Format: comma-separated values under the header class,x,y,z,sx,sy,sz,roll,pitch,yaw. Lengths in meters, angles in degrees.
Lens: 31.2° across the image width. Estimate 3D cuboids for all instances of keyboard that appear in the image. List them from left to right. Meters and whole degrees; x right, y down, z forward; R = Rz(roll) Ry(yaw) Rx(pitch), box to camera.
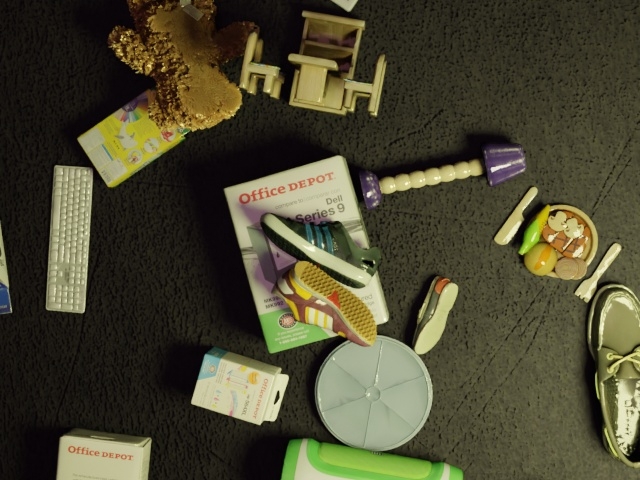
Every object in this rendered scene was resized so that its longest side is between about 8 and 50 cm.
class,x,y,z,sx,sy,sz,roll,pitch,yaw
keyboard,-0.441,-0.002,2.016,0.072,0.014,0.256,4,92,5

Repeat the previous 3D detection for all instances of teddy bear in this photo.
class,x,y,z,sx,sy,sz,roll,pitch,yaw
teddy bear,-0.236,-0.343,1.940,0.245,0.113,0.338,-30,86,-19

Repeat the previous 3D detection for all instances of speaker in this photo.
class,x,y,z,sx,sy,sz,roll,pitch,yaw
speaker,0.085,0.414,1.929,0.297,0.131,0.131,9,93,4

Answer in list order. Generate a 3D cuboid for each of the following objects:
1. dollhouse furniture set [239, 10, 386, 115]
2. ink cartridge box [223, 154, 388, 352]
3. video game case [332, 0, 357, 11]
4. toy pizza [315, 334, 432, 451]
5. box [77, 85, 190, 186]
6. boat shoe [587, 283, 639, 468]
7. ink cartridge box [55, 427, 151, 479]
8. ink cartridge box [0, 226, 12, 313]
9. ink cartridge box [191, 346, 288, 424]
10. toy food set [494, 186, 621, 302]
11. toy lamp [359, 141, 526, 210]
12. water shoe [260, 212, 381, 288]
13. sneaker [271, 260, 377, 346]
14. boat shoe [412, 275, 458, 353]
class,x,y,z,sx,sy,sz,roll,pitch,yaw
dollhouse furniture set,0.001,-0.297,1.854,0.212,0.242,0.161,11,93,4
ink cartridge box,-0.024,0.020,1.927,0.211,0.121,0.289,-16,91,5
video game case,0.030,-0.530,1.953,0.193,0.023,0.212,35,95,3
toy pizza,0.091,0.261,1.971,0.201,0.032,0.201,0,93,5
box,-0.318,-0.184,1.986,0.179,0.043,0.105,-33,88,7
boat shoe,0.509,0.225,1.904,0.109,0.091,0.305,-5,92,5
ink cartridge box,-0.380,0.438,1.990,0.148,0.086,0.203,7,92,4
ink cartridge box,-0.648,-0.024,2.009,0.165,0.065,0.332,-9,92,5
ink cartridge box,-0.134,0.250,1.961,0.143,0.090,0.092,16,93,5
toy food set,0.403,0.006,1.932,0.192,0.038,0.132,33,94,3
toy lamp,0.206,-0.110,1.926,0.275,0.080,0.080,-14,91,6
water shoe,0.000,0.000,1.838,0.203,0.073,0.080,32,73,-3
sneaker,0.007,0.112,1.840,0.185,0.069,0.084,43,129,-12
boat shoe,0.188,0.127,1.954,0.043,0.049,0.137,30,99,46
